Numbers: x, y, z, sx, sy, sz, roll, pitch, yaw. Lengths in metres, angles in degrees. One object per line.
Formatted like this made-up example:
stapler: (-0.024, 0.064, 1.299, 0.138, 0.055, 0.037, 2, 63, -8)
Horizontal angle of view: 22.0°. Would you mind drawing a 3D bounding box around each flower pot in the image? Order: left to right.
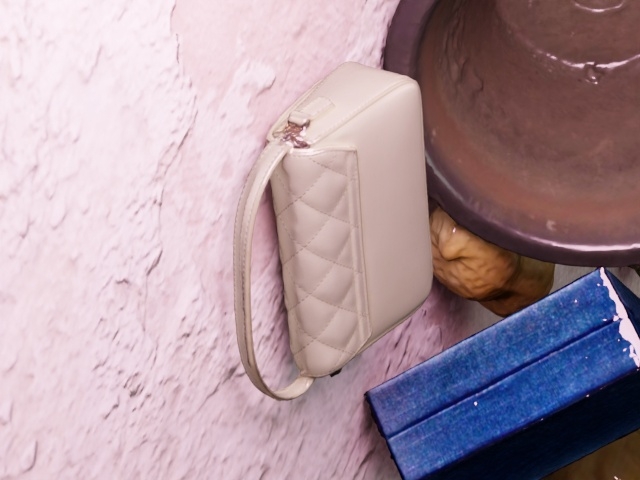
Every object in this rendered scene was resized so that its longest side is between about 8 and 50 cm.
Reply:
flower pot: (0.254, -0.184, 1.503, 0.251, 0.379, 0.379, -80, 168, -56)

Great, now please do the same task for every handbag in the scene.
handbag: (0.000, 0.000, 1.312, 0.219, 0.079, 0.256, -39, 137, -38)

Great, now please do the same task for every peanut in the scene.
peanut: (0.170, 0.011, 1.645, 0.263, 0.101, 0.117, 19, 84, -63)

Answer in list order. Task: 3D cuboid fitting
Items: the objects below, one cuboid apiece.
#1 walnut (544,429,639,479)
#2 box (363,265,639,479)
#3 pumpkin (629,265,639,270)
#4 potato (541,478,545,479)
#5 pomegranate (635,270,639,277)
walnut: (0.367, 0.327, 2.043, 0.253, 0.282, 0.277, -160, -106, -76)
box: (0.216, 0.153, 1.620, 0.116, 0.261, 0.279, 65, 14, 22)
pumpkin: (0.450, -0.074, 2.097, 0.280, 0.190, 0.139, -44, 139, -52)
potato: (0.192, 0.338, 1.844, 0.251, 0.113, 0.149, -49, 137, -61)
pomegranate: (0.502, -0.011, 2.303, 0.241, 0.159, 0.190, 40, 50, -35)
